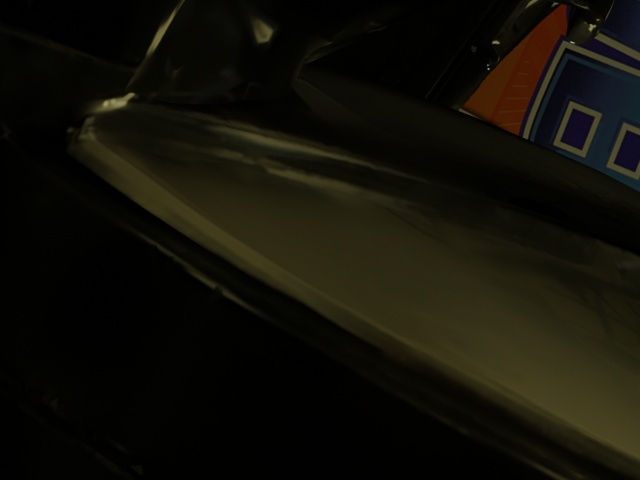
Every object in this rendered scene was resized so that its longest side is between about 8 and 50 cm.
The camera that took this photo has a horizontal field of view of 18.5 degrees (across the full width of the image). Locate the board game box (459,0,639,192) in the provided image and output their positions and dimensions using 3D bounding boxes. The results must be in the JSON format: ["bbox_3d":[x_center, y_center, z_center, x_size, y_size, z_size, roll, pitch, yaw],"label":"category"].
[{"bbox_3d":[0.320,-0.117,1.246,0.356,0.356,0.356,-64,161,12],"label":"board game box"}]

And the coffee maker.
[{"bbox_3d":[0.051,-0.129,0.848,0.171,0.120,0.178,-25,-169,36],"label":"coffee maker"}]

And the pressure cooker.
[{"bbox_3d":[0.002,0.121,0.490,0.420,0.376,0.370,-64,169,11],"label":"pressure cooker"}]
